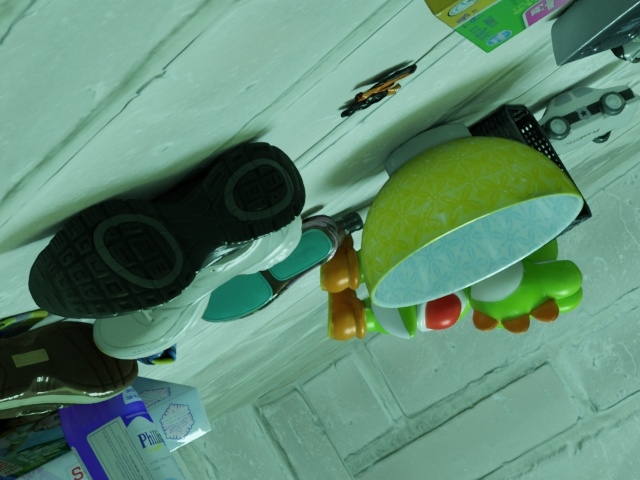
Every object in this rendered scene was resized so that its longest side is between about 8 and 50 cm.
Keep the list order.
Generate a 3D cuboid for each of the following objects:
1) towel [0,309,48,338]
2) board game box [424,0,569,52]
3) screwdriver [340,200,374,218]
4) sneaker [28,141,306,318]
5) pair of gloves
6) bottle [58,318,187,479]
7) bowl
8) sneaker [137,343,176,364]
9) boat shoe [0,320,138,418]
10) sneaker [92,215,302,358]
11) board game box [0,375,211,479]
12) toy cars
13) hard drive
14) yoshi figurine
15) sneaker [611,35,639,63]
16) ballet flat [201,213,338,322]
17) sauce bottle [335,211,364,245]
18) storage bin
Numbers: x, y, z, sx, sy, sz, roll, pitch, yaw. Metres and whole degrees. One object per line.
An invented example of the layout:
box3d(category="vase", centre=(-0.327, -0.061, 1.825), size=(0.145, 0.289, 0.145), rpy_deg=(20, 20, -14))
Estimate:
box3d(category="towel", centre=(-0.330, 0.094, 1.703), size=(0.060, 0.009, 0.083), rpy_deg=(-33, 172, 23))
box3d(category="board game box", centre=(0.228, -0.270, 1.254), size=(0.317, 0.064, 0.242), rpy_deg=(-32, 172, 14))
box3d(category="screwdriver", centre=(0.103, -0.071, 2.240), size=(0.170, 0.025, 0.024), rpy_deg=(-21, 172, -4))
box3d(category="sneaker", centre=(-0.148, 0.007, 1.502), size=(0.286, 0.109, 0.130), rpy_deg=(-23, 176, -32))
box3d(category="pair of gloves", centre=(0.057, -0.148, 1.591), size=(0.074, 0.010, 0.083), rpy_deg=(-28, 175, -24))
box3d(category="bottle", centre=(-0.238, 0.223, 1.844), size=(0.092, 0.282, 0.118), rpy_deg=(-32, 171, 7))
box3d(category="bowl", centre=(0.163, -0.051, 1.989), size=(0.289, 0.156, 0.289), rpy_deg=(-22, 163, -7))
box3d(category="sneaker", centre=(-0.222, 0.134, 2.088), size=(0.069, 0.082, 0.209), rpy_deg=(-31, 174, -5))
box3d(category="boat shoe", centre=(-0.314, 0.145, 1.729), size=(0.095, 0.095, 0.257), rpy_deg=(-33, 158, 34))
box3d(category="sneaker", centre=(-0.149, 0.028, 1.711), size=(0.262, 0.099, 0.121), rpy_deg=(-38, 163, 8))
box3d(category="board game box", centre=(-0.352, 0.261, 2.027), size=(0.318, 0.065, 0.319), rpy_deg=(-25, -165, -32))
box3d(category="toy cars", centre=(0.280, -0.118, 2.332), size=(0.394, 0.087, 0.176), rpy_deg=(-38, 160, 23))
box3d(category="hard drive", centre=(0.370, -0.283, 1.723), size=(0.172, 0.054, 0.255), rpy_deg=(-22, 169, -46))
box3d(category="yoshi figurine", centre=(0.186, 0.039, 2.270), size=(0.362, 0.203, 0.203), rpy_deg=(-1, 175, 6))
box3d(category="sneaker", centre=(0.409, -0.259, 1.918), size=(0.132, 0.086, 0.229), rpy_deg=(-29, 173, 6))
box3d(category="ballet flat", centre=(-0.067, 0.036, 2.105), size=(0.221, 0.077, 0.079), rpy_deg=(-33, -169, 16))
box3d(category="sauce bottle", centre=(0.000, 0.000, 2.190), size=(0.128, 0.042, 0.042), rpy_deg=(-26, 171, -22))
box3d(category="storage bin", centre=(0.273, -0.084, 2.151), size=(0.084, 0.180, 0.122), rpy_deg=(-32, 172, 22))
